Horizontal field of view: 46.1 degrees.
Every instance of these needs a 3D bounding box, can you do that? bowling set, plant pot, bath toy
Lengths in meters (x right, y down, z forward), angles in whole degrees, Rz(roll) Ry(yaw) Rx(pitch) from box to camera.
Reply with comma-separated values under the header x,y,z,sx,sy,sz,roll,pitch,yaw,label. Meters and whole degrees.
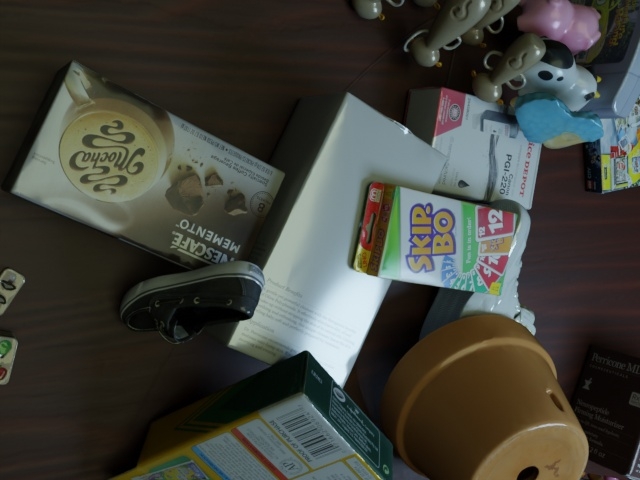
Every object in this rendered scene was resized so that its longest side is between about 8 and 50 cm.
x,y,z,sx,sy,sz,roll,pitch,yaw,label
0.210,-0.349,1.127,0.287,0.154,0.200,42,47,-5,bowling set
0.259,0.286,1.137,0.290,0.203,0.291,-9,120,-16,plant pot
0.379,-0.320,1.170,0.151,0.129,0.348,38,55,-56,bath toy

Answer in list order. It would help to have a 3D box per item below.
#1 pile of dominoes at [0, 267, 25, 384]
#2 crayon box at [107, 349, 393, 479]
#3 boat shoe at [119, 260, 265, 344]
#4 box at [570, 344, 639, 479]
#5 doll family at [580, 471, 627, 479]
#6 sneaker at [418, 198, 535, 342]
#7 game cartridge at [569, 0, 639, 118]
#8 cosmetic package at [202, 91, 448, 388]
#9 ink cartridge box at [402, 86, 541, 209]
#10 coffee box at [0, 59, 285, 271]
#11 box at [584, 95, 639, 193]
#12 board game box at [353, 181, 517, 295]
x,y,z,sx,sy,sz,roll,pitch,yaw,label
-0.488,0.110,0.875,0.251,0.040,0.196,14,90,-28,pile of dominoes
-0.092,0.294,1.004,0.323,0.083,0.203,-28,117,21,crayon box
-0.167,0.090,0.938,0.080,0.228,0.076,46,39,-44,boat shoe
0.577,0.324,1.374,0.167,0.168,0.203,22,85,-27,box
0.427,0.483,1.317,0.118,0.262,0.163,55,47,-67,doll family
0.289,0.078,1.219,0.169,0.108,0.293,13,112,-30,sneaker
0.460,-0.343,1.222,0.060,0.196,0.294,14,89,-35,game cartridge
0.000,0.000,1.048,0.197,0.155,0.366,30,81,-27,cosmetic package
0.239,-0.142,1.191,0.217,0.092,0.159,8,92,-30,ink cartridge box
-0.217,-0.074,0.948,0.297,0.119,0.168,27,83,-27,coffee box
0.550,-0.212,1.362,0.159,0.044,0.233,-11,102,-23,box
0.164,0.001,1.042,0.259,0.039,0.124,10,93,-31,board game box
